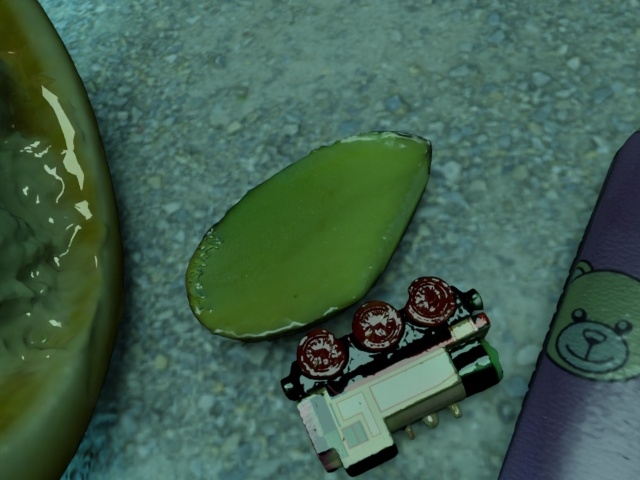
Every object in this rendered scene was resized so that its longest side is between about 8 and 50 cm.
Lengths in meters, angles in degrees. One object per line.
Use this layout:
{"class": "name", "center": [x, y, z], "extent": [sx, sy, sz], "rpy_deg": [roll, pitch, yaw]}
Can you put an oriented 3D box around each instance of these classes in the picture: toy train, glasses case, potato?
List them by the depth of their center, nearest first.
{"class": "glasses case", "center": [0.192, 0.062, 0.341], "extent": [0.123, 0.076, 0.316], "rpy_deg": [20, 69, 20]}
{"class": "toy train", "center": [0.048, 0.081, 0.378], "extent": [0.138, 0.050, 0.087], "rpy_deg": [-25, 66, -3]}
{"class": "potato", "center": [0.000, 0.000, 0.427], "extent": [0.119, 0.054, 0.198], "rpy_deg": [31, 68, 28]}

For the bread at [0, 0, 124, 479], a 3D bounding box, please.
{"class": "bread", "center": [-0.284, -0.021, 0.337], "extent": [0.245, 0.329, 0.424], "rpy_deg": [-14, 68, 5]}
